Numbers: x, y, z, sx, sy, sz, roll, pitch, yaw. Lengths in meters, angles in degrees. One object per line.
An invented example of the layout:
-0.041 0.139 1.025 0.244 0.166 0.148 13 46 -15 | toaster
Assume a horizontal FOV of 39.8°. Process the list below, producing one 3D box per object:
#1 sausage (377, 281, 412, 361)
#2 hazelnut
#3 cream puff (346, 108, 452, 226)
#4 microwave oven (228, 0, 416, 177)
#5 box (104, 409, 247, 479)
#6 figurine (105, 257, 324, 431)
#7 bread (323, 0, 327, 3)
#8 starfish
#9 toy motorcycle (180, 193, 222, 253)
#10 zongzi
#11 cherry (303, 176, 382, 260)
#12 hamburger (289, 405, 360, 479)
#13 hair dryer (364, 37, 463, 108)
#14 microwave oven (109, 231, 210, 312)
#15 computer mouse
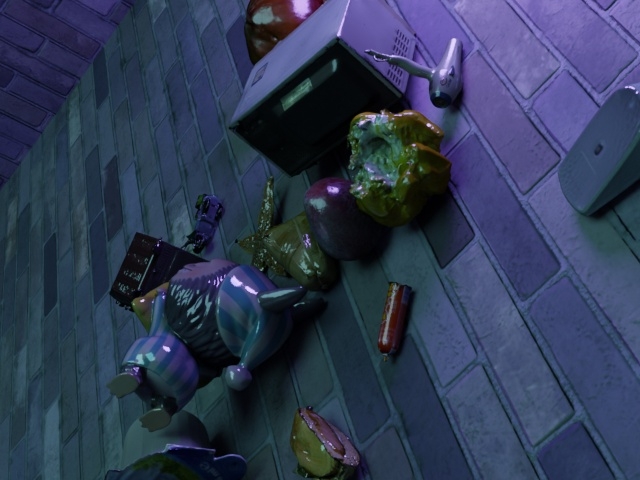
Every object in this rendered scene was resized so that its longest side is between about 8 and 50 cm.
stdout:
0.131 0.149 1.606 0.050 0.048 0.145 -12 61 56 | sausage
-0.086 -0.511 2.181 0.217 0.217 0.251 20 108 56 | hazelnut
0.158 -0.139 1.662 0.195 0.195 0.221 -14 74 48 | cream puff
0.014 -0.338 1.911 0.355 0.218 0.286 -33 30 36 | microwave oven
-0.298 0.457 1.823 0.291 0.262 0.206 -33 28 4 | box
-0.197 0.162 1.786 0.378 0.266 0.361 -31 19 32 | figurine
0.012 -0.691 2.298 0.134 0.081 0.225 -18 52 40 | bread
-0.107 -0.007 2.023 0.231 0.048 0.295 1 74 47 | starfish
-0.308 -0.042 2.308 0.100 0.058 0.173 -16 54 56 | toy motorcycle
0.000 0.000 1.857 0.197 0.099 0.194 -36 51 -10 | zongzi
0.044 -0.050 1.748 0.140 0.176 0.176 -25 44 11 | cherry
0.001 0.385 1.590 0.176 0.087 0.102 41 114 47 | hamburger
0.203 -0.364 1.755 0.167 0.199 0.067 -56 -3 -34 | hair dryer
-0.345 0.112 2.087 0.178 0.247 0.188 7 72 58 | microwave oven
0.455 -0.139 1.347 0.231 0.079 0.128 -57 28 38 | computer mouse
